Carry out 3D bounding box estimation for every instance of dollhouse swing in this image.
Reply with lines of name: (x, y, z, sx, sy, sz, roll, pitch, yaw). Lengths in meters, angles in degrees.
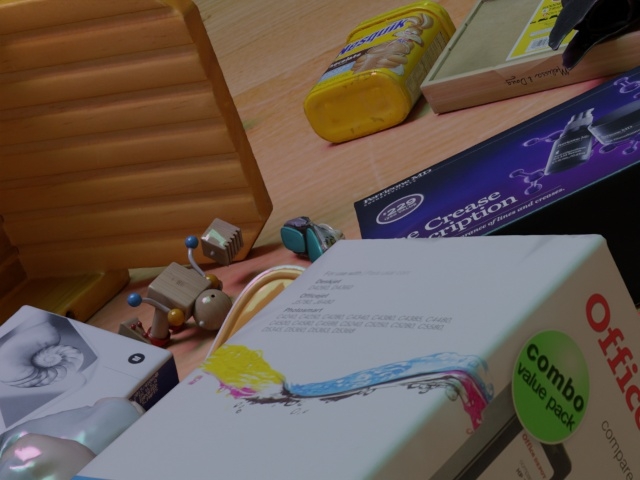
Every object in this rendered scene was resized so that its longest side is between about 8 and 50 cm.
dollhouse swing: (-0.274, -0.042, 1.497, 0.305, 0.347, 0.315, 6, 37, 39)

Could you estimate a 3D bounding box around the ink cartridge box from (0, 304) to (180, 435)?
ink cartridge box: (-0.264, 0.138, 1.337, 0.224, 0.045, 0.223, 12, 39, 29)

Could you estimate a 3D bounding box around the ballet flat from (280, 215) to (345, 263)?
ballet flat: (0.000, 0.000, 1.466, 0.041, 0.041, 0.114, -32, 21, -12)

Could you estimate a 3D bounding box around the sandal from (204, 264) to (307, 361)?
sandal: (-0.067, 0.130, 0.969, 0.102, 0.076, 0.265, 11, 75, 23)

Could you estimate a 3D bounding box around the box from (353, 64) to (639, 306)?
box: (0.165, -0.015, 1.193, 0.261, 0.103, 0.184, -26, 17, 6)

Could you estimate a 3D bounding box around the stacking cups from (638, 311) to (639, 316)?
stacking cups: (0.054, 0.113, 1.017, 0.316, 0.096, 0.096, -23, 20, 15)

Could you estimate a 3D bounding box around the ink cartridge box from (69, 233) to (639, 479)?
ink cartridge box: (0.029, 0.150, 0.808, 0.197, 0.198, 0.270, -3, 32, 50)

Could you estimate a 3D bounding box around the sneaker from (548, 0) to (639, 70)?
sneaker: (0.280, -0.228, 1.528, 0.170, 0.051, 0.089, -33, 25, 11)

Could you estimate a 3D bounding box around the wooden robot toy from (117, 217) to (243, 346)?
wooden robot toy: (-0.104, 0.057, 1.454, 0.079, 0.076, 0.173, 23, 42, 19)

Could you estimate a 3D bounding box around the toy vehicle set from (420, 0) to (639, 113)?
toy vehicle set: (0.240, -0.209, 1.639, 0.266, 0.035, 0.166, -10, 34, 41)

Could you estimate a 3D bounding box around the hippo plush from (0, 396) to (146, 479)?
hippo plush: (-0.276, 0.155, 1.061, 0.294, 0.236, 0.234, -46, -1, -1)

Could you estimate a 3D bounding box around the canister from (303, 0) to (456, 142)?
canister: (0.064, -0.179, 1.777, 0.126, 0.073, 0.170, -16, 24, 31)
